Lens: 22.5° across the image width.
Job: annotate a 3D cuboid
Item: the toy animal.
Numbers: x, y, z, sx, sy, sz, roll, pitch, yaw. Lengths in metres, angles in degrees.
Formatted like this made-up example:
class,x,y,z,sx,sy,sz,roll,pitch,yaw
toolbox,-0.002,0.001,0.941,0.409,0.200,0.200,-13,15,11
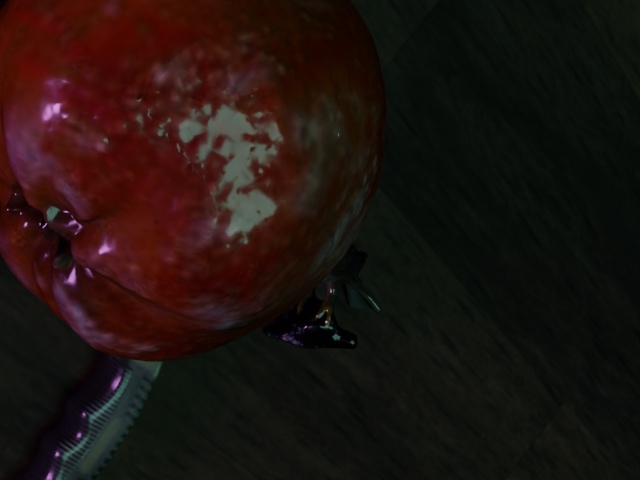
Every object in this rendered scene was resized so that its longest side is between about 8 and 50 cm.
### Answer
class,x,y,z,sx,sy,sz,roll,pitch,yaw
toy animal,-0.004,0.010,1.293,0.105,0.070,0.202,-46,135,-32

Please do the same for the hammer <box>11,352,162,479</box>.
class,x,y,z,sx,sy,sz,roll,pitch,yaw
hammer,-0.190,0.164,1.211,0.159,0.041,0.226,32,89,-47

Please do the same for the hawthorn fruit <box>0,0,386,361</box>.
class,x,y,z,sx,sy,sz,roll,pitch,yaw
hawthorn fruit,-0.094,-0.064,1.029,0.284,0.284,0.284,-21,126,-33
